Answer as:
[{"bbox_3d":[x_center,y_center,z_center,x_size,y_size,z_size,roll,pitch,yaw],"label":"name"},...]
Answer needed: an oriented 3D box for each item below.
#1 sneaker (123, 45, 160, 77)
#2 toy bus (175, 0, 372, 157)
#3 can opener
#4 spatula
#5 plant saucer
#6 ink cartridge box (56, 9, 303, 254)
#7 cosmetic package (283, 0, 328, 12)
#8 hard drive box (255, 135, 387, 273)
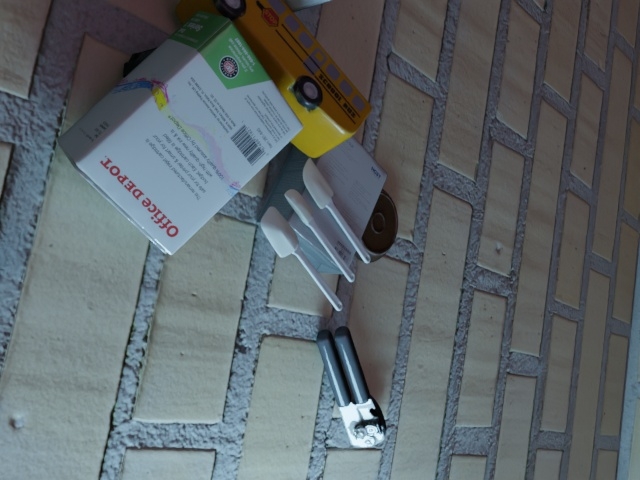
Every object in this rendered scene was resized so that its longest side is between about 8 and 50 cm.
[{"bbox_3d":[-0.200,-0.249,1.038,0.216,0.079,0.121,-8,98,-43],"label":"sneaker"},{"bbox_3d":[-0.071,-0.290,1.080,0.333,0.108,0.130,47,50,-16],"label":"toy bus"},{"bbox_3d":[0.061,0.294,1.329,0.093,0.074,0.281,-75,148,-65],"label":"can opener"},{"bbox_3d":[0.000,0.000,1.165,0.242,0.019,0.168,55,50,-31],"label":"spatula"},{"bbox_3d":[0.112,-0.037,1.392,0.168,0.029,0.169,-1,91,-44],"label":"plant saucer"},{"bbox_3d":[-0.193,-0.151,0.943,0.278,0.117,0.201,-45,131,-8],"label":"ink cartridge box"},{"bbox_3d":[-0.004,-0.481,1.130,0.224,0.224,0.138,-39,119,-37],"label":"cosmetic package"},{"bbox_3d":[0.010,-0.081,1.245,0.181,0.089,0.232,43,62,-37],"label":"hard drive box"}]
